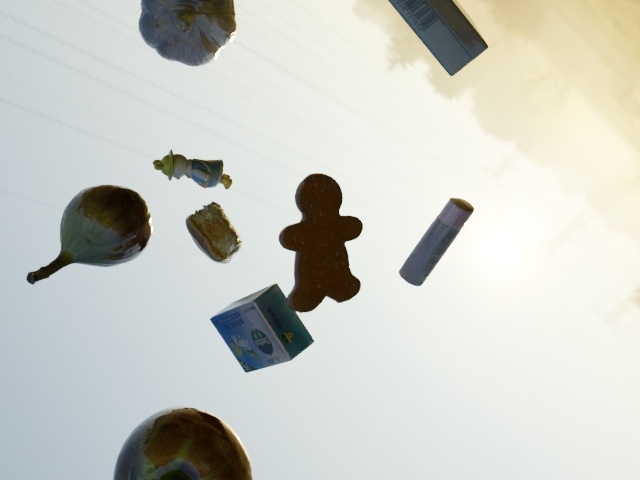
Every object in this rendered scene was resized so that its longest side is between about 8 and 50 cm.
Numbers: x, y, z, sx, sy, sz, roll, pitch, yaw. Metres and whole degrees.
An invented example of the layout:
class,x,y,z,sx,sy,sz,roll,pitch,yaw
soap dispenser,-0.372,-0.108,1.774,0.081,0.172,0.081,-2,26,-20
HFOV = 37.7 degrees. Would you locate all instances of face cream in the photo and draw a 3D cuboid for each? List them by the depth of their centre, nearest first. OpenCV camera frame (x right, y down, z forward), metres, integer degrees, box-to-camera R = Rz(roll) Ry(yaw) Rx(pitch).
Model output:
class,x,y,z,sx,sy,sz,roll,pitch,yaw
face cream,0.235,0.002,1.913,0.057,0.198,0.084,41,-159,23

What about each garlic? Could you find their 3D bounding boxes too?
class,x,y,z,sx,sy,sz,roll,pitch,yaw
garlic,-0.267,-0.458,1.892,0.218,0.218,0.212,42,-172,-13

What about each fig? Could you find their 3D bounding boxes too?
class,x,y,z,sx,sy,sz,roll,pitch,yaw
fig,-0.405,-0.017,1.606,0.231,0.160,0.143,-14,-90,-28

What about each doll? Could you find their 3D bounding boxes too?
class,x,y,z,sx,sy,sz,roll,pitch,yaw
doll,-0.383,-0.214,2.819,0.241,0.098,0.135,8,-130,-19

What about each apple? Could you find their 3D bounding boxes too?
class,x,y,z,sx,sy,sz,roll,pitch,yaw
apple,-0.236,0.414,1.647,0.246,0.246,0.226,46,-179,3

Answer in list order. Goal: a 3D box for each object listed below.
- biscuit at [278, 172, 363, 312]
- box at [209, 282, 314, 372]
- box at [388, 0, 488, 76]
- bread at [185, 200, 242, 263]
class,x,y,z,sx,sy,sz,roll,pitch,yaw
biscuit,0.000,0.000,1.697,0.166,0.250,0.036,-12,-165,-25
box,-0.118,0.176,1.850,0.073,0.194,0.139,-36,-85,-35
box,0.112,-0.301,1.119,0.201,0.058,0.141,47,-162,-16
bread,-0.294,-0.016,2.619,0.174,0.121,0.245,59,175,-1
